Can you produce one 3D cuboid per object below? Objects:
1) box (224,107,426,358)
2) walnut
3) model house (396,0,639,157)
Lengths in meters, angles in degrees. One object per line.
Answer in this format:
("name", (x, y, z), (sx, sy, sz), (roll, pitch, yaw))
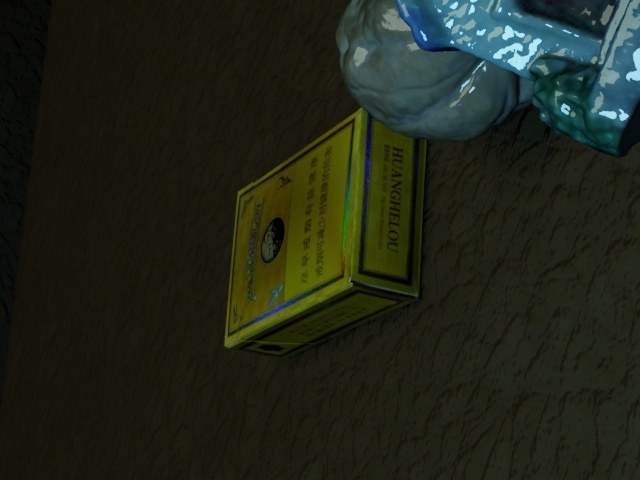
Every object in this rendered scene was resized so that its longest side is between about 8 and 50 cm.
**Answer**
("box", (0.000, 0.000, 1.679), (0.301, 0.084, 0.192), (-30, 51, 58))
("walnut", (0.112, -0.191, 1.407), (0.224, 0.224, 0.224), (-41, 42, 52))
("model house", (0.153, -0.261, 1.121), (0.329, 0.252, 0.294), (28, 109, 21))
